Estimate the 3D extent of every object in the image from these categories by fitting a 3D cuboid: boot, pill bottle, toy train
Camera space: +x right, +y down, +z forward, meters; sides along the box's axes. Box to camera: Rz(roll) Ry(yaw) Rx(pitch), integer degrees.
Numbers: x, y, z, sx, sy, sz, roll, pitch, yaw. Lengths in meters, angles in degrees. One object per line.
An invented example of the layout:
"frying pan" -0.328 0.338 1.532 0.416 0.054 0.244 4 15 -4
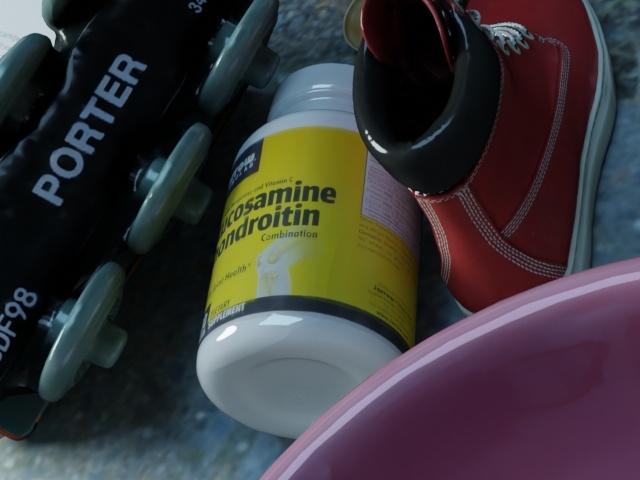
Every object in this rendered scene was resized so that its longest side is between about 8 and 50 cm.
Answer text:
"boot" 0.079 -0.097 0.608 0.088 0.176 0.244 -12 47 25
"pill bottle" 0.000 0.000 0.626 0.103 0.103 0.184 -13 48 23
"toy train" -0.131 -0.036 0.691 0.142 0.190 0.334 28 71 -2

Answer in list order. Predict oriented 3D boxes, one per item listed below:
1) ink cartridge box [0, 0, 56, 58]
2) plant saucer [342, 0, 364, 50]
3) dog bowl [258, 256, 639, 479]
"ink cartridge box" -0.227 -0.086 0.849 0.160 0.092 0.219 23 67 42
"plant saucer" 0.055 -0.143 0.780 0.083 0.015 0.083 -17 46 18
"dog bowl" 0.115 0.172 0.345 0.408 0.150 0.408 -19 39 16
